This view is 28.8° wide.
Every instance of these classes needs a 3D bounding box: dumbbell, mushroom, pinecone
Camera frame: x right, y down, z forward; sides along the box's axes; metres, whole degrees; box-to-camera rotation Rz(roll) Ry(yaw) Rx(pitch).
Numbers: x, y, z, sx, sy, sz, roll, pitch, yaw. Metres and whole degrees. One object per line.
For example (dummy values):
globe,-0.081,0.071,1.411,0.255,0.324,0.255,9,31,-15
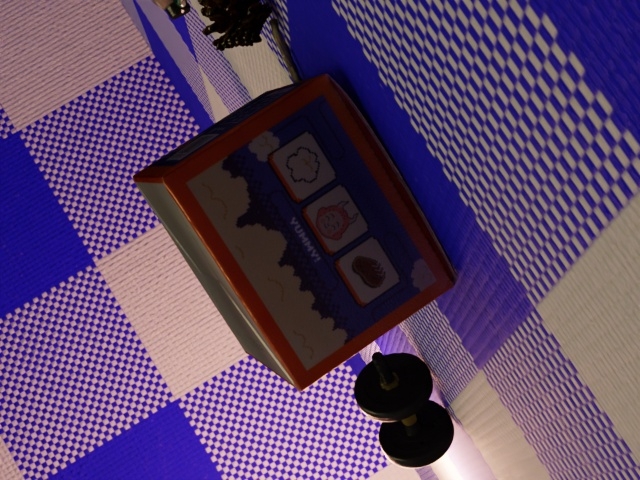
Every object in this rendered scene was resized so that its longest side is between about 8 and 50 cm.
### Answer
dumbbell,0.153,0.309,2.265,0.143,0.143,0.325,52,171,49
mushroom,-0.020,-0.201,1.774,0.028,0.026,0.286,28,151,46
pinecone,-0.119,-0.308,1.669,0.109,0.102,0.102,57,174,27

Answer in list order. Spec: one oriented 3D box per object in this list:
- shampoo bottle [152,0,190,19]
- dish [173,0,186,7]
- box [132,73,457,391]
shampoo bottle,-0.320,-0.524,2.298,0.256,0.078,0.127,61,169,-1
dish,-0.237,-0.465,1.931,0.224,0.078,0.246,62,174,-32
box,-0.044,-0.022,1.640,0.318,0.257,0.349,56,170,-9
